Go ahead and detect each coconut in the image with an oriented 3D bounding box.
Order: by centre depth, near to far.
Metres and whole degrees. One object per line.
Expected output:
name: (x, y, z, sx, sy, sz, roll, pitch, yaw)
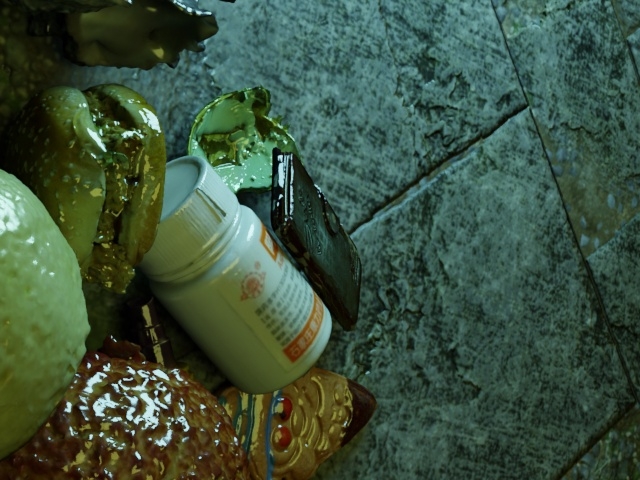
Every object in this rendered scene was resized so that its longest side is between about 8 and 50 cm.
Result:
coconut: (-0.092, -0.110, 1.390, 0.158, 0.055, 0.133, 14, 80, -39)

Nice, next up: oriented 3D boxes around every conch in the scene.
conch: (-0.212, -0.276, 1.186, 0.313, 0.240, 0.186, 39, 80, -45)

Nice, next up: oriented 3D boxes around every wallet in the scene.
wallet: (0.000, 0.000, 1.406, 0.232, 0.031, 0.122, 54, 31, -49)

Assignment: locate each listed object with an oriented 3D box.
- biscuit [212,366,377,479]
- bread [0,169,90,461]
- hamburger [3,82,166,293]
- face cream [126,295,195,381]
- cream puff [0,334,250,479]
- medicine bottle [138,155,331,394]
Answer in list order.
biscuit: (-0.040, 0.213, 1.448, 0.280, 0.043, 0.183, -1, 94, -35)
bread: (-0.360, 0.066, 1.012, 0.320, 0.320, 0.237, -46, 125, -29)
hamburger: (-0.243, -0.061, 1.192, 0.122, 0.215, 0.189, -1, 120, -34)
face cream: (-0.166, 0.195, 1.317, 0.078, 0.078, 0.273, -18, 101, -37)
cream puff: (-0.222, 0.254, 1.145, 0.350, 0.228, 0.350, 4, 73, -15)
medicine bottle: (-0.106, 0.040, 1.317, 0.252, 0.144, 0.144, 50, 61, -31)
